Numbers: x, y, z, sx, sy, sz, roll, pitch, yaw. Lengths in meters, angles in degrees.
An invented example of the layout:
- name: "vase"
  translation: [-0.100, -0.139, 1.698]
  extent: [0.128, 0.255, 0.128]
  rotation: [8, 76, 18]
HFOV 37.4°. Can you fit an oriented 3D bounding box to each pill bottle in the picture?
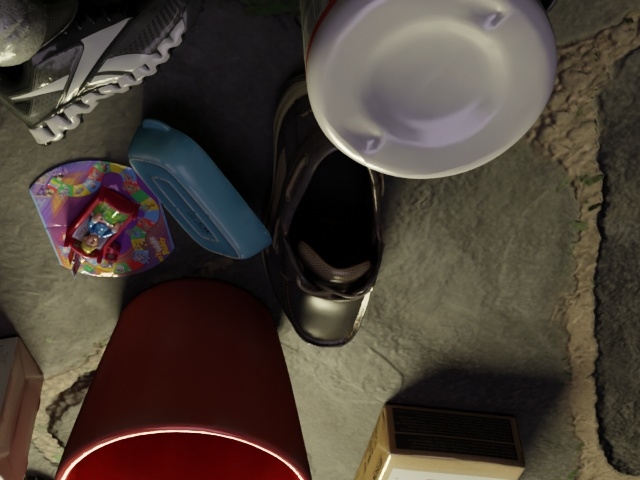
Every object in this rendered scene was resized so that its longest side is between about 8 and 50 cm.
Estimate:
- name: "pill bottle"
  translation: [0.064, -0.191, 0.698]
  extent: [0.161, 0.283, 0.161]
  rotation: [-2, 133, -2]

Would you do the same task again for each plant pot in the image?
- name: "plant pot"
  translation: [-0.145, 0.194, 1.070]
  extent: [0.275, 0.243, 0.274]
  rotation: [-2, 132, -2]

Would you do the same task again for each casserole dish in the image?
- name: "casserole dish"
  translation: [-0.125, -0.043, 0.946]
  extent: [0.114, 0.037, 0.188]
  rotation: [14, 150, 48]

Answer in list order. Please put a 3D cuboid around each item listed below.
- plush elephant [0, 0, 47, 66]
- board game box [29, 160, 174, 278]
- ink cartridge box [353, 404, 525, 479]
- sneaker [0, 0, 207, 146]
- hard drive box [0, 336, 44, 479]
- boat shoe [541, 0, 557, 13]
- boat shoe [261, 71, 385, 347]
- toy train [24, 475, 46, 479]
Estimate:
- name: "plush elephant"
  translation: [-0.408, -0.225, 0.660]
  extent: [0.255, 0.272, 0.330]
  rotation: [-30, 97, 7]
- name: "board game box"
  translation: [-0.234, -0.010, 1.019]
  extent: [0.133, 0.033, 0.168]
  rotation: [-6, 133, 3]
- name: "ink cartridge box"
  translation: [0.155, 0.340, 1.329]
  extent: [0.193, 0.088, 0.234]
  rotation: [8, 131, -9]
- name: "sneaker"
  translation: [-0.207, -0.176, 0.836]
  extent: [0.234, 0.078, 0.106]
  rotation: [-30, 130, 25]
- name: "hard drive box"
  translation: [-0.466, 0.223, 1.121]
  extent: [0.232, 0.181, 0.089]
  rotation: [-8, 134, 5]
- name: "boat shoe"
  translation: [0.191, -0.282, 0.763]
  extent: [0.080, 0.076, 0.228]
  rotation: [7, 132, -9]
- name: "boat shoe"
  translation: [0.000, 0.000, 0.975]
  extent: [0.133, 0.130, 0.355]
  rotation: [-3, 133, 0]
- name: "toy train"
  translation: [-0.361, 0.379, 1.377]
  extent: [0.158, 0.027, 0.036]
  rotation: [32, 113, -28]
